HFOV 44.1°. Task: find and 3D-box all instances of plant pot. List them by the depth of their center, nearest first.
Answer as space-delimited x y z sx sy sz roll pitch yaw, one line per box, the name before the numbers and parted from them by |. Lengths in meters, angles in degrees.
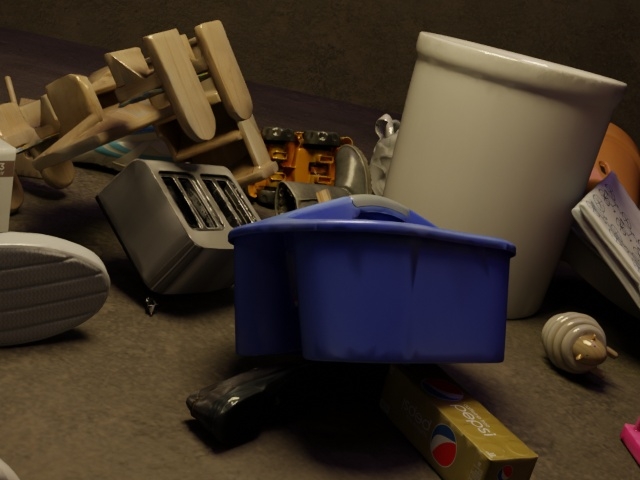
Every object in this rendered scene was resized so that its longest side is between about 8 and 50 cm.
plant pot | 0.543 -0.089 1.666 0.290 0.291 0.204 14 34 1

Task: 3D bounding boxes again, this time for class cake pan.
cake pan | 0.513 0.043 1.405 0.293 0.054 0.293 32 21 -14

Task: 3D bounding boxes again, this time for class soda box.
soda box | 0.132 0.190 0.796 0.061 0.058 0.181 5 20 -29

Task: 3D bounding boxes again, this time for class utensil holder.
utensil holder | 0.269 -0.109 1.286 0.327 0.386 0.328 13 17 -4

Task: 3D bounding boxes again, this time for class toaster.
toaster | -0.172 -0.015 1.020 0.168 0.110 0.186 -2 55 -56

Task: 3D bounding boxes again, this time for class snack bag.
snack bag | 0.521 0.057 1.226 0.343 0.037 0.323 57 29 5

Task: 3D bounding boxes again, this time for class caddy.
caddy | 0.060 0.040 0.860 0.341 0.179 0.241 7 -10 -42

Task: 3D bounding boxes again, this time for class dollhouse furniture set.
dollhouse furniture set | -0.254 -0.149 1.205 0.361 0.257 0.394 -16 14 24

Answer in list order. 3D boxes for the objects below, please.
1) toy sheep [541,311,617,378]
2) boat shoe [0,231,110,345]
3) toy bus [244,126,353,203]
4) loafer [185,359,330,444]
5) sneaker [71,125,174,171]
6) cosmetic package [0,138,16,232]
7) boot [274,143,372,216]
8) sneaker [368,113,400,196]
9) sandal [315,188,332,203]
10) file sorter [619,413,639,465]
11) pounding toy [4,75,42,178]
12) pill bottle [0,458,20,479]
toy sheep | 0.348 0.140 1.084 0.091 0.091 0.132 9 4 -14
boat shoe | -0.384 0.031 0.783 0.335 0.121 0.119 0 26 -33
toy bus | -0.072 -0.151 1.589 0.220 0.150 0.211 2 8 -27
loafer | -0.056 0.147 0.787 0.061 0.062 0.170 21 17 36
sneaker | -0.360 -0.158 1.467 0.228 0.092 0.087 -5 19 6
cosmetic package | -0.578 -0.105 1.013 0.217 0.156 0.385 -5 26 -45
boot | 0.002 -0.092 1.431 0.208 0.190 0.076 -2 -21 -38
sneaker | 0.239 -0.112 1.537 0.365 0.210 0.137 22 31 29
sandal | 0.002 0.005 1.270 0.079 0.088 0.240 -21 35 3
file sorter | 0.471 0.214 0.776 0.202 0.182 0.291 13 17 -5
pounding toy | -0.502 -0.196 1.365 0.100 0.141 0.130 7 19 -21
pill bottle | -0.317 0.135 0.464 0.271 0.153 0.152 23 19 27
